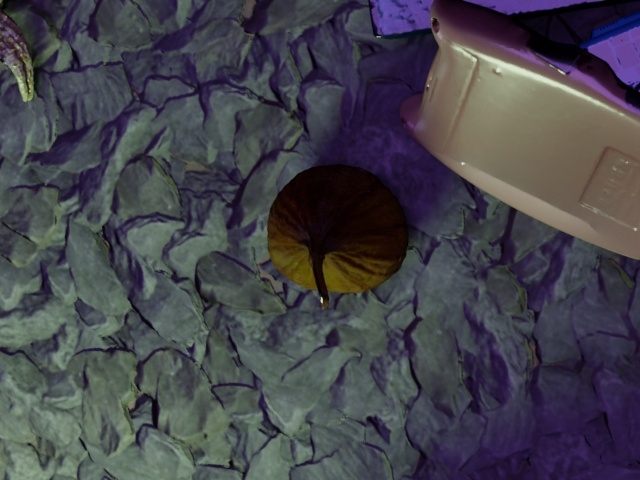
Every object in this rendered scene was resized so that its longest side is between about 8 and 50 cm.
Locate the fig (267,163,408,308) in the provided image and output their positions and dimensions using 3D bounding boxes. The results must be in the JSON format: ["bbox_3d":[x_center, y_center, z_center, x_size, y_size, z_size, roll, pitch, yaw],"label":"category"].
[{"bbox_3d":[0.000,0.000,1.428,0.146,0.201,0.133,-8,100,21],"label":"fig"}]

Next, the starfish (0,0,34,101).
[{"bbox_3d":[-0.391,-0.256,1.600,0.236,0.062,0.277,38,105,16],"label":"starfish"}]

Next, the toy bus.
[{"bbox_3d":[0.338,-0.176,1.389,0.185,0.090,0.106,-21,86,12],"label":"toy bus"}]

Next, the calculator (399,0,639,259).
[{"bbox_3d":[0.228,-0.093,1.373,0.330,0.048,0.220,29,143,11],"label":"calculator"}]

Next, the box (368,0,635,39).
[{"bbox_3d":[0.177,-0.345,1.405,0.279,0.116,0.261,-7,96,15],"label":"box"}]
